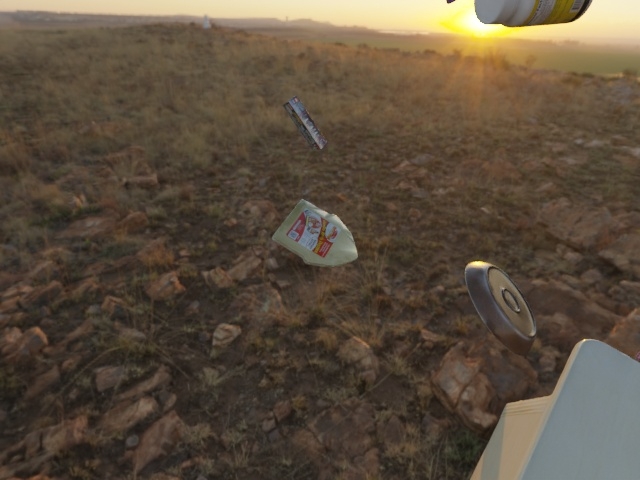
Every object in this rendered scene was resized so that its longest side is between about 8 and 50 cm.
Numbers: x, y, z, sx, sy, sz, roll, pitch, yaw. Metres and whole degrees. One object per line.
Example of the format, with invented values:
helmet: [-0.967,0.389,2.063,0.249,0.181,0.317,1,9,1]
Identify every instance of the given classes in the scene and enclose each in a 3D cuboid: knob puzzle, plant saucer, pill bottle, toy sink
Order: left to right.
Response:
knob puzzle: [0.000,0.000,1.090,0.213,0.030,0.213,15,44,-16]
plant saucer: [0.300,0.102,0.735,0.168,0.029,0.168,29,40,-28]
pill bottle: [0.427,-0.495,0.908,0.209,0.119,0.119,-11,28,-14]
toy sink: [0.238,0.234,0.413,0.153,0.131,0.234,31,70,13]

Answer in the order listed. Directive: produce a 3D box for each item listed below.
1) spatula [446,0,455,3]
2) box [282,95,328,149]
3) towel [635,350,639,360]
spatula: [0.228,-0.456,0.571,0.084,0.296,0.030,-38,73,-27]
box: [-0.039,-0.288,1.117,0.027,0.137,0.094,-37,16,-5]
towel: [0.918,0.208,1.011,0.237,0.329,0.037,35,-2,19]
